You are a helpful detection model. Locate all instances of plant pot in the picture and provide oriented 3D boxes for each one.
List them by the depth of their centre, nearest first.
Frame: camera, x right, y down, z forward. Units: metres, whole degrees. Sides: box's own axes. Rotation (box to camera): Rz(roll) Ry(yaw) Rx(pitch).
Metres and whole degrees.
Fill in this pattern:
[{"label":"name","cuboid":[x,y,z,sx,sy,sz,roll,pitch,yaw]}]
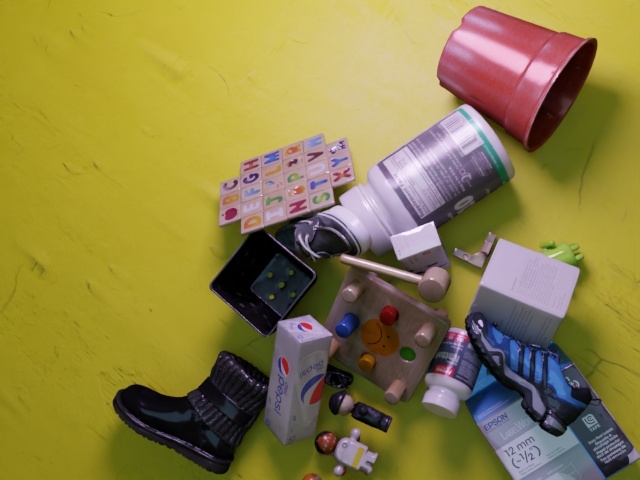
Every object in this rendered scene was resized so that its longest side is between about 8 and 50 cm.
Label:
[{"label":"plant pot","cuboid":[0.425,-0.380,1.587,0.265,0.272,0.272,35,92,22]},{"label":"plant pot","cuboid":[-0.116,0.100,1.692,0.187,0.167,0.188,39,94,14]}]

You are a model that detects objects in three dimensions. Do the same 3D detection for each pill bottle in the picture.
[{"label":"pill bottle","cuboid":[0.294,0.296,1.576,0.108,0.108,0.180,19,66,14]},{"label":"pill bottle","cuboid":[0.237,-0.129,1.618,0.361,0.204,0.204,-34,77,8]}]

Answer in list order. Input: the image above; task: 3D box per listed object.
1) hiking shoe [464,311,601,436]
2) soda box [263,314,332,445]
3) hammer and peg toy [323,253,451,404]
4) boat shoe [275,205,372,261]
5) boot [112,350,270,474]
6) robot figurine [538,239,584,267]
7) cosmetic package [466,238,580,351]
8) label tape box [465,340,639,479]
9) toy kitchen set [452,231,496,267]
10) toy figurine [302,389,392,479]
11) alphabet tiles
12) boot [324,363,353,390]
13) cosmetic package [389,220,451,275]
[{"label":"hiking shoe","cuboid":[0.430,0.258,1.488,0.132,0.113,0.304,-39,77,-3]},{"label":"soda box","cuboid":[-0.054,0.320,1.617,0.098,0.091,0.286,35,124,46]},{"label":"hammer and peg toy","cuboid":[0.147,0.166,1.570,0.266,0.127,0.361,30,124,15]},{"label":"boat shoe","cuboid":[0.000,0.000,1.608,0.119,0.335,0.121,-36,105,-19]},{"label":"boot","cuboid":[-0.304,0.372,1.720,0.348,0.131,0.260,27,97,4]},{"label":"robot figurine","cuboid":[0.531,0.046,1.599,0.115,0.067,0.101,-24,91,10]},{"label":"cosmetic package","cuboid":[0.436,0.122,1.542,0.184,0.151,0.151,23,51,15]},{"label":"label tape box","cuboid":[0.478,0.382,1.551,0.249,0.115,0.347,-35,79,7]},{"label":"toy kitchen set","cuboid":[0.358,0.011,1.643,0.075,0.068,0.083,25,89,15]},{"label":"toy figurine","cuboid":[0.050,0.468,1.577,0.148,0.209,0.213,23,122,10]},{"label":"alphabet tiles","cuboid":[-0.087,-0.141,1.703,0.343,0.011,0.285,-19,41,11]},{"label":"boot","cuboid":[0.019,0.319,1.670,0.121,0.099,0.045,13,87,15]},{"label":"cosmetic package","cuboid":[0.228,0.027,1.581,0.099,0.239,0.060,-22,72,10]}]
